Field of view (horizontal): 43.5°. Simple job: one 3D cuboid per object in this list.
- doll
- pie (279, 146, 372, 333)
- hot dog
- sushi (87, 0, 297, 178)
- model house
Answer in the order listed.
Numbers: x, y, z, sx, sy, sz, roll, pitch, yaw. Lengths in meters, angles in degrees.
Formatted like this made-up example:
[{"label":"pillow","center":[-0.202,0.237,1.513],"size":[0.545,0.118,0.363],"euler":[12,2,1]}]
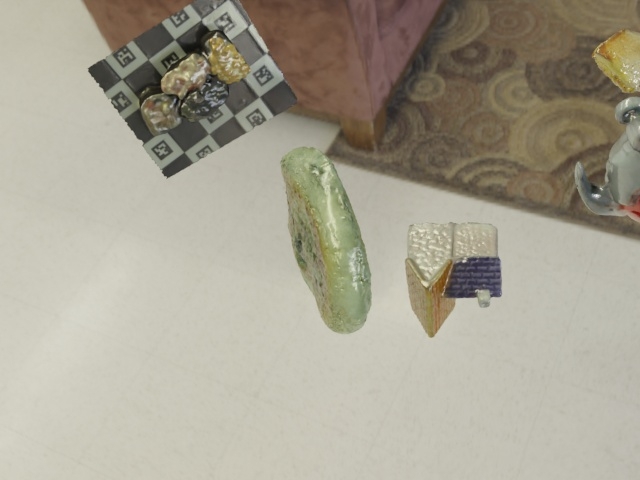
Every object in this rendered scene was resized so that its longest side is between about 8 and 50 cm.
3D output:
[{"label":"doll","center":[0.231,-0.036,0.499],"size":[0.104,0.194,0.062],"euler":[-8,62,44]},{"label":"pie","center":[0.000,0.000,0.753],"size":[0.041,0.187,0.187],"euler":[-16,52,-12]},{"label":"hot dog","center":[0.387,-0.200,0.918],"size":[0.168,0.061,0.078],"euler":[7,70,-2]},{"label":"sushi","center":[-0.158,-0.193,1.045],"size":[0.215,0.192,0.050],"euler":[-31,32,3]},{"label":"model house","center":[0.141,0.043,0.847],"size":[0.100,0.088,0.100],"euler":[-2,42,9]}]
